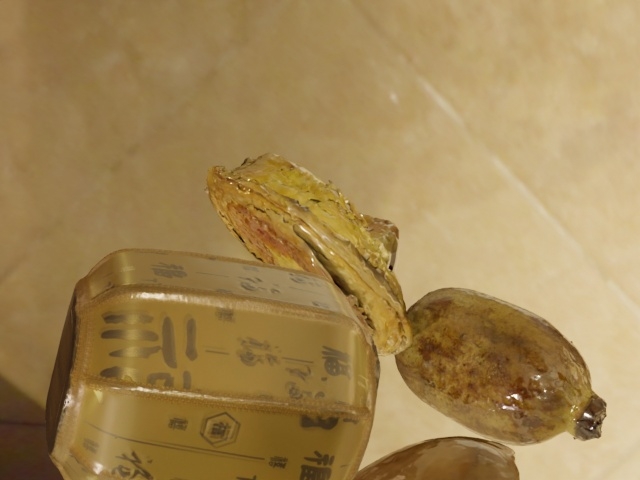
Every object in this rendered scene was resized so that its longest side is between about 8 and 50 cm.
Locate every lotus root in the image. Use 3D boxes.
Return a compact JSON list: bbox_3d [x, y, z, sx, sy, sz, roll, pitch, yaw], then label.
[{"bbox_3d":[0.197,0.144,1.462,0.260,0.128,0.145,26,78,30],"label":"lotus root"}]

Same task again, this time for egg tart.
[{"bbox_3d":[0.000,0.000,1.427,0.297,0.297,0.132,37,78,22],"label":"egg tart"}]

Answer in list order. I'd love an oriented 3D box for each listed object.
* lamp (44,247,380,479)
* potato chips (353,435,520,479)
[{"bbox_3d":[-0.067,0.089,0.819,0.185,0.161,0.161,11,84,-15],"label":"lamp"},{"bbox_3d":[0.062,0.217,1.106,0.208,0.195,0.062,-14,116,51],"label":"potato chips"}]
